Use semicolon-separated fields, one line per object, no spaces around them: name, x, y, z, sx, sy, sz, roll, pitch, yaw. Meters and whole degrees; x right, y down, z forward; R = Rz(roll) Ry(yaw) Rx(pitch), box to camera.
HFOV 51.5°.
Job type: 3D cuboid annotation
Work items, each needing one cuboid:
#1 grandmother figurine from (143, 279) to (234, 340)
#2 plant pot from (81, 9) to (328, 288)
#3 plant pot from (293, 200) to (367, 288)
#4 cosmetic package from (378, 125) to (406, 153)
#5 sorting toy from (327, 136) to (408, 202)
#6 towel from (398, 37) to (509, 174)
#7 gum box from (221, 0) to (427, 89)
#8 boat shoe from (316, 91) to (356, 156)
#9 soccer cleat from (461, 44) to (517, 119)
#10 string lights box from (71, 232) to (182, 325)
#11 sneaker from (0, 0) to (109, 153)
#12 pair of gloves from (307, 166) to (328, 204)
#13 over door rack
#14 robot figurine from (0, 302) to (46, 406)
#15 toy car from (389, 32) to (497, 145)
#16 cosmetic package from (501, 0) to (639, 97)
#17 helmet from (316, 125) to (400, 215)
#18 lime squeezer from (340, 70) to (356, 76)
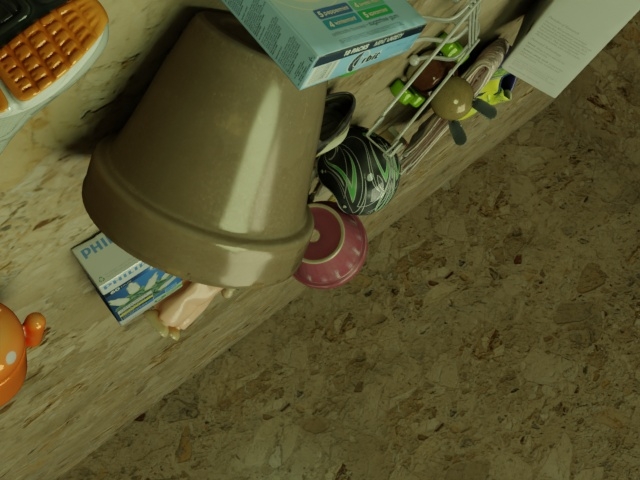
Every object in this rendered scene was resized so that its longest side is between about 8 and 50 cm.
grandmother figurine;-0.230;0.073;1.462;0.342;0.104;0.208;-42;169;-2
plant pot;-0.099;-0.111;0.723;0.263;0.263;0.229;-24;145;-59
plant pot;0.000;0.000;1.452;0.201;0.201;0.180;-39;168;-1
cosmetic package;0.150;-0.224;1.635;0.115;0.060;0.041;-39;170;-11
sorting toy;0.130;-0.175;1.828;0.274;0.046;0.132;-43;170;23
towel;0.317;-0.329;1.573;0.317;0.053;0.332;-50;-179;32
gum box;-0.017;-0.227;0.582;0.157;0.184;0.041;-32;167;-41
boat shoe;-0.043;-0.164;1.067;0.285;0.103;0.092;-37;166;-37
soccer cleat;0.444;-0.395;1.770;0.093;0.121;0.289;-34;170;-31
string lights box;-0.306;0.047;1.086;0.133;0.077;0.260;-35;170;-18
sneaker;-0.272;-0.104;0.512;0.262;0.099;0.121;-32;178;2
pair of gloves;-0.004;-0.128;1.544;0.240;0.042;0.204;-34;169;-34
over door rack;0.172;-0.291;1.167;0.324;0.108;0.239;-61;168;5
robot figurine;-0.452;0.152;0.863;0.158;0.128;0.219;11;149;-17
toy car;0.266;-0.294;1.347;0.155;0.188;0.149;-43;168;23
cosmetic package;0.566;-0.514;1.405;0.217;0.156;0.385;-62;180;-30
helmet;0.089;-0.141;1.399;0.169;0.161;0.169;-30;154;-16
lime squeezer;0.036;-0.295;0.936;0.110;0.059;0.310;14;135;-40
